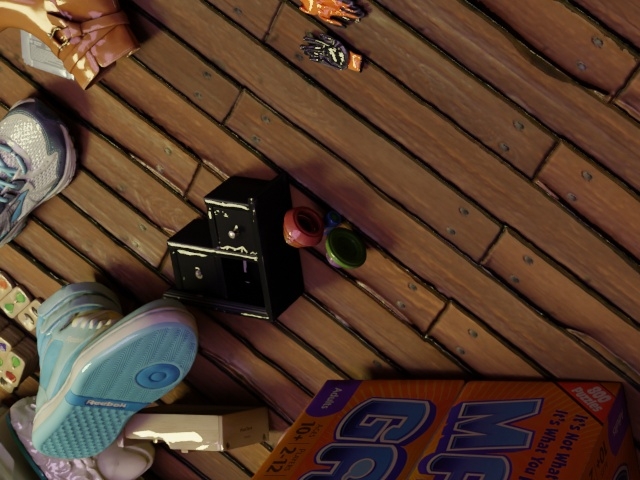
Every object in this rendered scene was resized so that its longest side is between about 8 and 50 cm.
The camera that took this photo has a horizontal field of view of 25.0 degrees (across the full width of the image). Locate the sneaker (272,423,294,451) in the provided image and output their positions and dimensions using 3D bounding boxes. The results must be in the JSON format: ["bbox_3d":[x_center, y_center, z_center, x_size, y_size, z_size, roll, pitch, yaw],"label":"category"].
[{"bbox_3d":[0.003,0.264,1.736,0.134,0.070,0.051,10,120,27],"label":"sneaker"}]

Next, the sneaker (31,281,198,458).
[{"bbox_3d":[-0.259,0.106,1.734,0.127,0.208,0.319,17,138,-33],"label":"sneaker"}]

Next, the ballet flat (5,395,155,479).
[{"bbox_3d":[-0.243,0.345,1.931,0.147,0.147,0.409,-29,102,41],"label":"ballet flat"}]

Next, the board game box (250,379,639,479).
[{"bbox_3d":[0.132,0.388,1.516,0.356,0.356,0.357,-3,116,28],"label":"board game box"}]

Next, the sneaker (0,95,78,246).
[{"bbox_3d":[-0.393,-0.058,1.764,0.110,0.122,0.283,43,132,3],"label":"sneaker"}]

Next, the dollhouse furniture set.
[{"bbox_3d":[-0.153,0.330,1.793,0.161,0.212,0.242,-2,89,33],"label":"dollhouse furniture set"}]

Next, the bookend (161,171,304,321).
[{"bbox_3d":[-0.110,-0.002,1.645,0.156,0.072,0.157,10,122,29],"label":"bookend"}]

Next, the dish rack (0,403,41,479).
[{"bbox_3d":[-0.366,0.359,1.941,0.072,0.285,0.333,-37,93,2],"label":"dish rack"}]

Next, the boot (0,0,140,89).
[{"bbox_3d":[-0.302,-0.234,1.622,0.197,0.073,0.152,-28,96,36],"label":"boot"}]

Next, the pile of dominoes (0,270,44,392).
[{"bbox_3d":[-0.491,0.095,1.978,0.251,0.040,0.196,35,131,10],"label":"pile of dominoes"}]

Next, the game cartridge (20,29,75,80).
[{"bbox_3d":[-0.312,-0.222,1.682,0.083,0.017,0.056,20,130,22],"label":"game cartridge"}]

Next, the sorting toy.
[{"bbox_3d":[0.000,0.000,1.583,0.102,0.061,0.042,33,134,-13],"label":"sorting toy"}]

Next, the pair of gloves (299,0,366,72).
[{"bbox_3d":[0.012,-0.214,1.477,0.074,0.010,0.083,17,128,23],"label":"pair of gloves"}]
